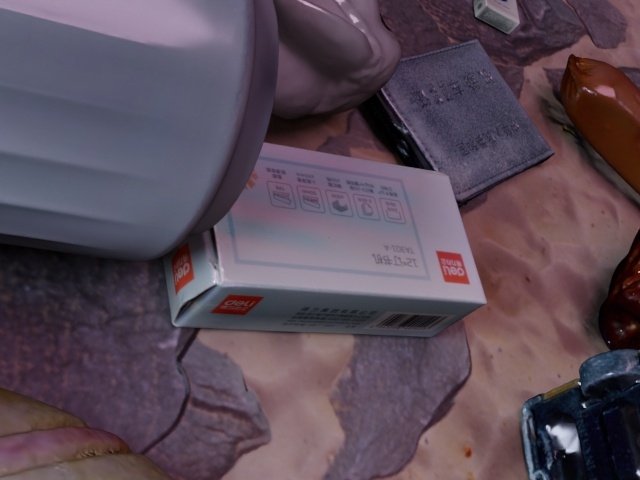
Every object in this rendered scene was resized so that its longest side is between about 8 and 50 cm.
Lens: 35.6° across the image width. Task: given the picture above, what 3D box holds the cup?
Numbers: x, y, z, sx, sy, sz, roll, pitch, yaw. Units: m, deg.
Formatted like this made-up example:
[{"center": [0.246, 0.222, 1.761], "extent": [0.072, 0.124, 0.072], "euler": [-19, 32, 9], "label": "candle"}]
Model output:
[{"center": [-0.222, -0.152, 0.627], "extent": [0.326, 0.237, 0.323], "euler": [8, 52, -33], "label": "cup"}]

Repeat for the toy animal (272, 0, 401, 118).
[{"center": [-0.071, -0.233, 0.825], "extent": [0.357, 0.194, 0.258], "euler": [37, 8, -19], "label": "toy animal"}]

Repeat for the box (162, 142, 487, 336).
[{"center": [0.000, 0.000, 0.802], "extent": [0.269, 0.079, 0.135], "euler": [6, 58, -35], "label": "box"}]

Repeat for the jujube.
[{"center": [0.378, 0.037, 1.023], "extent": [0.236, 0.168, 0.168], "euler": [-31, 83, -28], "label": "jujube"}]

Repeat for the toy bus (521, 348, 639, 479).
[{"center": [0.336, 0.152, 0.791], "extent": [0.194, 0.323, 0.162], "euler": [15, 54, -32], "label": "toy bus"}]

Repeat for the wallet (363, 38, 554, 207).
[{"center": [0.143, -0.125, 1.028], "extent": [0.222, 0.036, 0.167], "euler": [-24, 78, -45], "label": "wallet"}]

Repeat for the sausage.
[{"center": [0.406, -0.090, 1.172], "extent": [0.348, 0.094, 0.097], "euler": [37, 32, -11], "label": "sausage"}]

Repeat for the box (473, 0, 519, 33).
[{"center": [0.209, -0.294, 1.201], "extent": [0.054, 0.024, 0.083], "euler": [22, 50, -28], "label": "box"}]

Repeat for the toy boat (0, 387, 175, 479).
[{"center": [-0.133, 0.199, 0.556], "extent": [0.276, 0.111, 0.294], "euler": [19, 42, -37], "label": "toy boat"}]
